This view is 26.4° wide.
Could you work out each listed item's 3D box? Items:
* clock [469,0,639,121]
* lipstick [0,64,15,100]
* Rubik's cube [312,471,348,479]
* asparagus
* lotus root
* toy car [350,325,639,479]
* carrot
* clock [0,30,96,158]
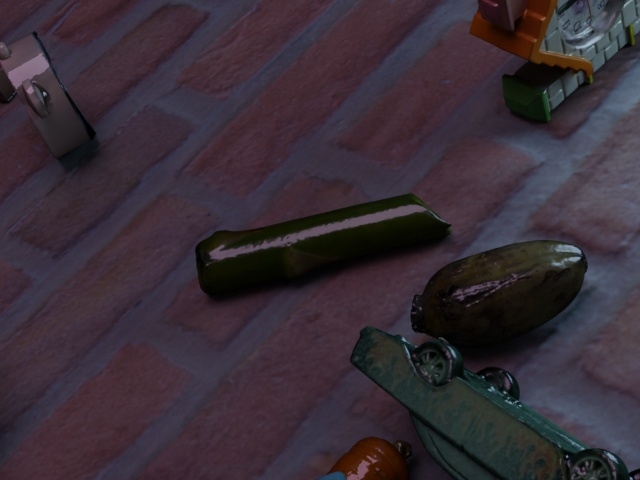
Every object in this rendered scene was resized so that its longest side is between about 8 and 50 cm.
[{"bbox_3d":[0.284,-0.276,1.478,0.255,0.220,0.106,-42,48,-18],"label":"clock"},{"bbox_3d":[-0.479,-0.223,1.865,0.145,0.045,0.045,10,50,31],"label":"lipstick"},{"bbox_3d":[-0.031,0.327,1.024,0.265,0.224,0.213,-20,44,-6],"label":"Rubik's cube"},{"bbox_3d":[0.000,-0.001,1.442,0.278,0.060,0.067,-15,34,7],"label":"asparagus"},{"bbox_3d":[0.171,0.053,1.304,0.179,0.080,0.089,-17,41,1],"label":"lotus root"},{"bbox_3d":[0.168,0.178,1.155,0.321,0.141,0.097,33,94,41],"label":"toy car"},{"bbox_3d":[-0.013,0.261,1.196,0.257,0.061,0.061,-41,46,-16],"label":"carrot"},{"bbox_3d":[-0.339,-0.183,1.688,0.063,0.155,0.229,-29,8,-8],"label":"clock"}]
